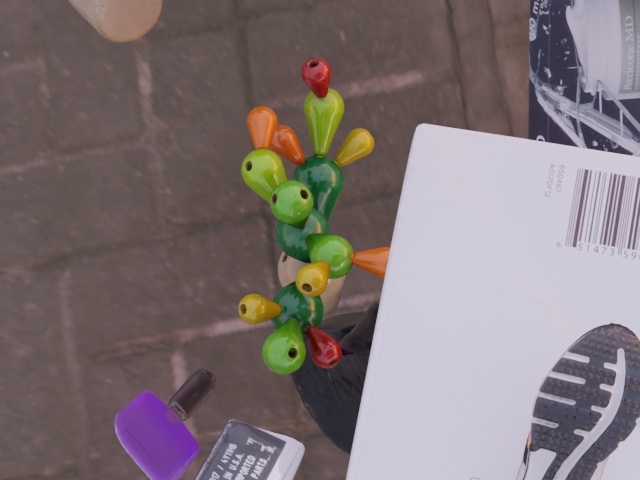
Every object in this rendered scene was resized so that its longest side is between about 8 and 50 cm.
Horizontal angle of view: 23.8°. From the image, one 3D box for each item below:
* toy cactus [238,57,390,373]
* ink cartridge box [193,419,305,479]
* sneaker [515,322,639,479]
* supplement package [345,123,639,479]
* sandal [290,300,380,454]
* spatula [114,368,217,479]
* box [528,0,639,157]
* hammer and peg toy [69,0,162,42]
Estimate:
[{"bbox_3d":[0.000,0.000,1.068,0.112,0.180,0.219,-5,64,3],"label":"toy cactus"},{"bbox_3d":[-0.080,0.216,0.668,0.045,0.206,0.208,22,129,7],"label":"ink cartridge box"},{"bbox_3d":[0.097,0.082,0.601,0.040,0.044,0.109,22,99,5],"label":"sneaker"},{"bbox_3d":[0.131,0.082,0.774,0.199,0.262,0.198,10,79,8],"label":"supplement package"},{"bbox_3d":[0.068,0.117,1.204,0.107,0.446,0.167,-30,87,-27],"label":"sandal"},{"bbox_3d":[-0.142,0.170,1.515,0.030,0.296,0.084,-41,92,10],"label":"spatula"},{"bbox_3d":[0.497,-0.162,1.781,0.297,0.472,0.479,-9,105,-28],"label":"box"},{"bbox_3d":[-0.070,-0.301,1.067,0.361,0.266,0.127,-48,57,6],"label":"hammer and peg toy"}]
